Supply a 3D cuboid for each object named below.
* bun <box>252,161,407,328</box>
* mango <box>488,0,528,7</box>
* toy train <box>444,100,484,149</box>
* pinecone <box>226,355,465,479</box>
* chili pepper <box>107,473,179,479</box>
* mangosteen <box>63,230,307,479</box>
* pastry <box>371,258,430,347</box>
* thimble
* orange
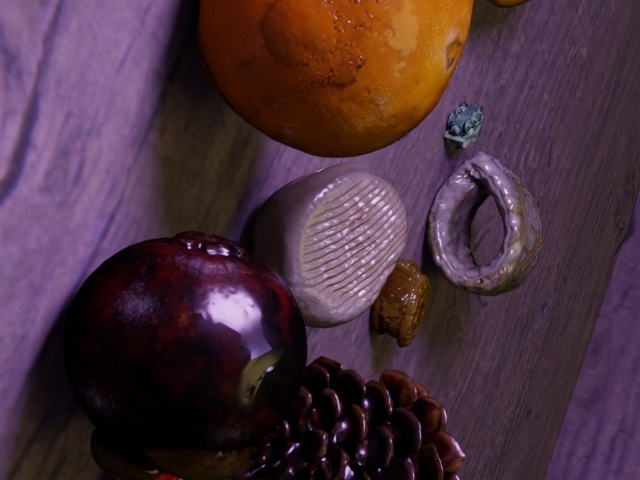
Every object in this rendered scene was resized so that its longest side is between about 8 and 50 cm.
[{"bbox_3d":[0.000,0.000,1.534,0.173,0.113,0.167,1,100,-45],"label":"bun"},{"bbox_3d":[0.271,-0.373,1.974,0.253,0.113,0.138,-54,149,-41],"label":"mango"},{"bbox_3d":[0.190,-0.150,2.038,0.083,0.033,0.053,-47,149,-51],"label":"toy train"},{"bbox_3d":[0.008,0.236,1.578,0.292,0.246,0.246,24,81,-50],"label":"pinecone"},{"bbox_3d":[-0.152,0.226,1.387,0.191,0.050,0.059,55,36,-74],"label":"chili pepper"},{"bbox_3d":[-0.107,0.093,1.212,0.210,0.209,0.210,15,90,-70],"label":"mangosteen"},{"bbox_3d":[0.102,0.079,1.941,0.097,0.057,0.109,-14,120,-73],"label":"pastry"},{"bbox_3d":[0.222,-0.021,2.073,0.143,0.137,0.191,7,83,-67],"label":"thimble"},{"bbox_3d":[0.010,-0.187,1.285,0.240,0.240,0.240,15,90,-70],"label":"orange"}]
